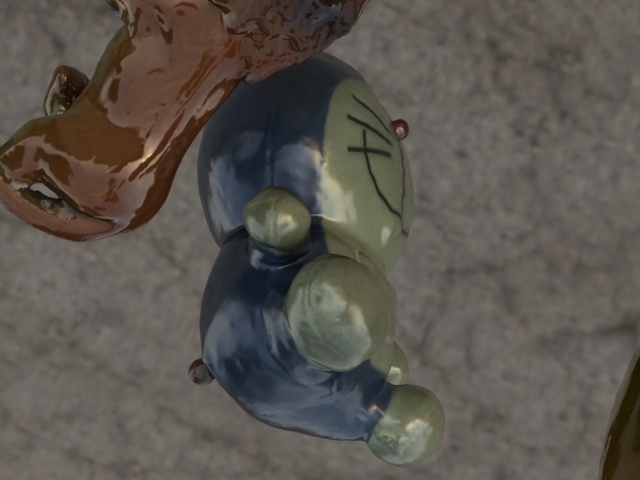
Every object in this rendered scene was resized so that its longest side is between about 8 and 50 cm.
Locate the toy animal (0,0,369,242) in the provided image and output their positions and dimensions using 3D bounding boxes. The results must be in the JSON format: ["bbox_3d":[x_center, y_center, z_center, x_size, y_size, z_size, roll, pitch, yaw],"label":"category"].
[{"bbox_3d":[-0.089,-0.097,0.977,0.157,0.312,0.097,45,-169,30],"label":"toy animal"}]

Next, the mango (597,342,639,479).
[{"bbox_3d":[0.236,0.089,0.617,0.182,0.253,0.365,35,170,-14],"label":"mango"}]

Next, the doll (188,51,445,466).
[{"bbox_3d":[0.000,0.000,1.129,0.154,0.258,0.228,-6,147,23],"label":"doll"}]
